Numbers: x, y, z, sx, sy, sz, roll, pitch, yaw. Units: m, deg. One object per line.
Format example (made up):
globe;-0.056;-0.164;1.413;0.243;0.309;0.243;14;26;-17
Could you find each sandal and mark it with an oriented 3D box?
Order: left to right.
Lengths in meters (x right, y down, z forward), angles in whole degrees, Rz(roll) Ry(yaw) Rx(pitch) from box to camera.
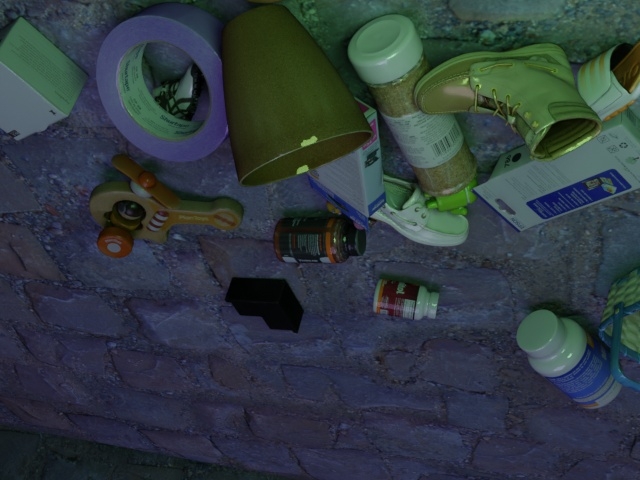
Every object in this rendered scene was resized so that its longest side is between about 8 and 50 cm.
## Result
sandal;0.445;-0.241;1.438;0.076;0.102;0.265;20;148;-12

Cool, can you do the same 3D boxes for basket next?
basket;0.703;0.205;1.810;0.254;0.289;0.201;26;145;-17

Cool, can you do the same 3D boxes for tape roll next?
tape roll;-0.265;-0.284;1.587;0.274;0.090;0.275;10;123;16

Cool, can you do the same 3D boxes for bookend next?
bookend;-0.145;0.172;2.310;0.156;0.072;0.157;1;144;23

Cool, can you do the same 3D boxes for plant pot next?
plant pot;-0.067;-0.248;1.448;0.237;0.254;0.237;-21;176;-2

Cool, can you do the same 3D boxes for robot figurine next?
robot figurine;0.262;-0.096;1.738;0.115;0.067;0.101;-16;102;4

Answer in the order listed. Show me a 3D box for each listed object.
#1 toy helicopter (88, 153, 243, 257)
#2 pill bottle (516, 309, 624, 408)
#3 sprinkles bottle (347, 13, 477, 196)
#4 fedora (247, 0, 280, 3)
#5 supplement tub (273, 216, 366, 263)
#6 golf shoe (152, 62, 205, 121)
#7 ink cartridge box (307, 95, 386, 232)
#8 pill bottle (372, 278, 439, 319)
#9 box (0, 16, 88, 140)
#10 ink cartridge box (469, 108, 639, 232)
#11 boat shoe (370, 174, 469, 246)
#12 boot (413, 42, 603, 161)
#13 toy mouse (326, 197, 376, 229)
toy helicopter;-0.355;-0.081;2.015;0.354;0.140;0.235;3;137;0
pill bottle;0.591;0.278;2.090;0.152;0.152;0.272;-20;132;42
sprinkles bottle;0.170;-0.228;1.551;0.121;0.121;0.355;-5;141;28
fedora;-0.100;-0.461;1.362;0.194;0.079;0.194;13;146;9
supplement tub;0.000;0.000;1.970;0.197;0.106;0.106;0;144;23
golf shoe;-0.281;-0.281;1.703;0.093;0.077;0.198;22;145;-9
ink cartridge box;0.037;-0.168;1.678;0.185;0.065;0.311;38;155;30
pill bottle;0.207;0.145;2.113;0.151;0.086;0.086;9;146;9
box;-0.599;-0.317;1.743;0.181;0.119;0.182;-15;136;37
ink cartridge box;0.459;-0.128;1.633;0.165;0.065;0.332;37;140;-29
boat shoe;0.185;-0.071;1.797;0.277;0.098;0.096;20;147;-4
boot;0.293;-0.208;1.390;0.261;0.204;0.095;-11;139;-1
toy mouse;0.078;-0.051;1.863;0.143;0.161;0.031;20;105;-29
